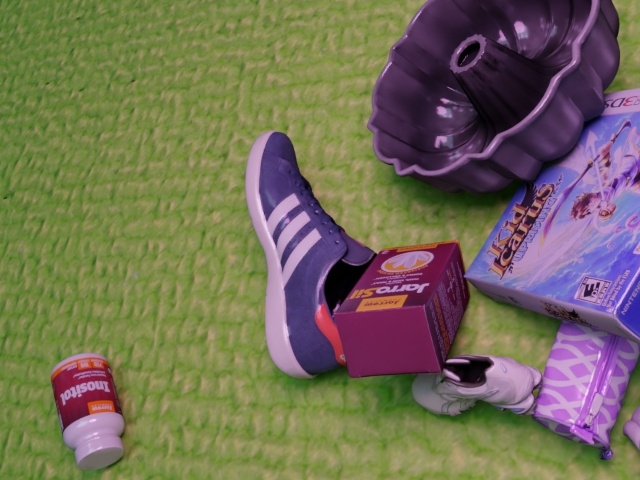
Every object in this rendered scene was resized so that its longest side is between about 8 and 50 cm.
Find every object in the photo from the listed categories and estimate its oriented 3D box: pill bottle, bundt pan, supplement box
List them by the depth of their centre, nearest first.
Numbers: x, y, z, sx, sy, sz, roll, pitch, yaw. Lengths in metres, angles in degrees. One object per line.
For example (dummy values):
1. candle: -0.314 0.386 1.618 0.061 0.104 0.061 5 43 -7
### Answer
1. supplement box: 0.100 0.073 0.777 0.104 0.188 0.081 -8 108 25
2. bundt pan: 0.217 -0.195 0.836 0.331 0.124 0.331 -34 40 35
3. pill bottle: -0.333 0.246 0.983 0.086 0.086 0.152 -35 57 9

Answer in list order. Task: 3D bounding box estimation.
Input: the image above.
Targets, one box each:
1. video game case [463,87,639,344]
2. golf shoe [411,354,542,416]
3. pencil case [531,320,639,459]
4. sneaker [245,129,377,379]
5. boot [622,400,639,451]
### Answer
1. video game case: 0.302 -0.042 0.722 0.269 0.061 0.244 -57 18 -7
2. golf shoe: 0.153 0.149 0.751 0.176 0.086 0.069 -20 44 50
3. pencil case: 0.292 0.116 0.716 0.086 0.088 0.206 20 76 13
4. sneaker: 0.000 0.000 0.904 0.148 0.131 0.350 -18 70 21
5. boot: 0.360 0.169 0.586 0.095 0.258 0.123 29 89 -1
